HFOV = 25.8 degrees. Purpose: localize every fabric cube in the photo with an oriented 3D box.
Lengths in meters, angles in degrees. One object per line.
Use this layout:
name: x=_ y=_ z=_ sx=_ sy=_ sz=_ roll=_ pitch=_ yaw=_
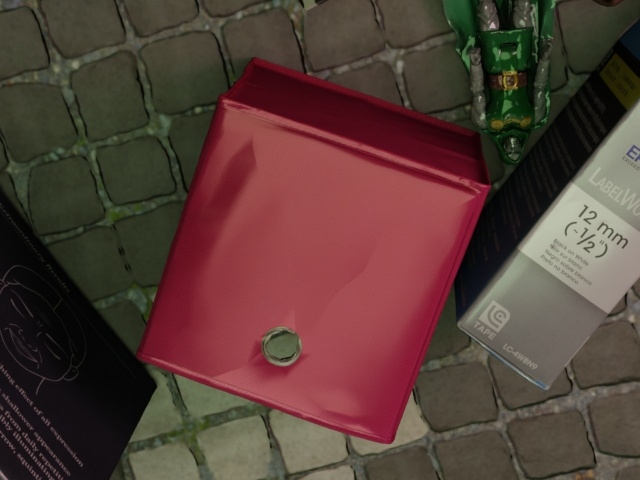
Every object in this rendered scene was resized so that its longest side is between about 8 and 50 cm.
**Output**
fabric cube: x=0.000 y=0.000 z=1.336 sx=0.254 sy=0.259 sz=0.258 roll=20 pitch=106 yaw=0

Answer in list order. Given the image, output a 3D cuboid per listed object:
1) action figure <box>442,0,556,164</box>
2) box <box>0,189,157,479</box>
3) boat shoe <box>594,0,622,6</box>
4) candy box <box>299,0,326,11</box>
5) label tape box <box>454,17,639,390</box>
action figure: x=0.184 y=-0.187 z=1.377 sx=0.137 sy=0.063 sz=0.232 roll=-6 pitch=108 yaw=2
box: x=-0.357 y=0.154 z=1.333 sx=0.212 sy=0.395 sz=0.293 roll=-36 pitch=99 yaw=13
boat shoe: x=0.157 y=-0.335 z=1.270 sx=0.342 sy=0.123 sz=0.123 roll=38 pitch=71 yaw=1
candy box: x=-0.008 y=-0.349 z=1.296 sx=0.159 sy=0.071 sz=0.233 roll=-17 pitch=108 yaw=51
label tape box: x=0.268 y=-0.058 z=1.305 sx=0.115 sy=0.249 sz=0.348 roll=37 pitch=105 yaw=-6
